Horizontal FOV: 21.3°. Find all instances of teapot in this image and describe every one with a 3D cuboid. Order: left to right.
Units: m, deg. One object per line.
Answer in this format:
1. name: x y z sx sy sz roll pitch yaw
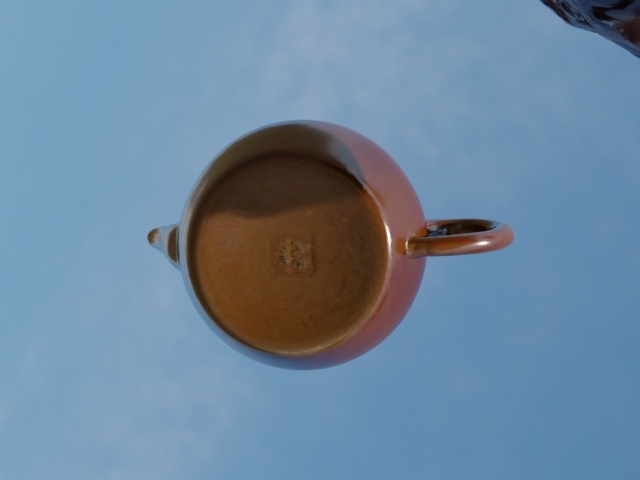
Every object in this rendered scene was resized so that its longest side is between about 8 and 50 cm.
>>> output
1. teapot: 0.000 0.000 0.764 0.173 0.116 0.116 -2 -122 10

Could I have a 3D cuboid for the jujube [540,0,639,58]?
1. jujube: 0.186 -0.153 0.505 0.258 0.377 0.258 -161 -90 -75
